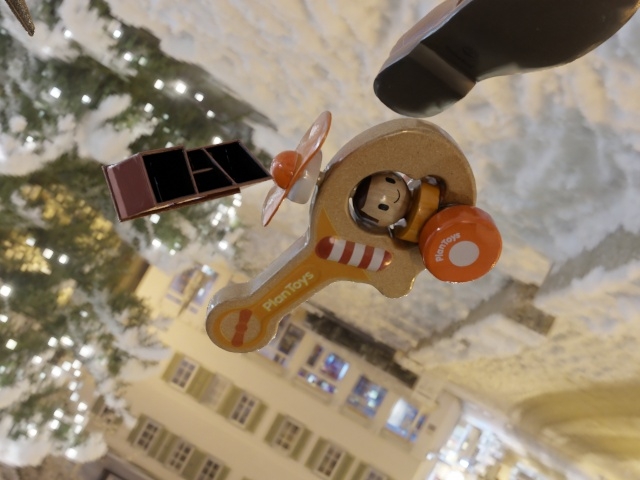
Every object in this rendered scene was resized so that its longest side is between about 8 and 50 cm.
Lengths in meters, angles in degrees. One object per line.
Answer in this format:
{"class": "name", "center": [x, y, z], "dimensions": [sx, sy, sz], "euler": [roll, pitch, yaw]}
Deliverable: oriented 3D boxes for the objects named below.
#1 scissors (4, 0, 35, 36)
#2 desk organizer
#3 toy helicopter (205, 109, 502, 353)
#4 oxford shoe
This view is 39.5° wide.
{"class": "scissors", "center": [-0.291, -0.254, 0.744], "dimensions": [0.021, 0.109, 0.297], "euler": [49, 151, 12]}
{"class": "desk organizer", "center": [-0.104, -0.054, 0.723], "dimensions": [0.050, 0.047, 0.130], "euler": [-15, -178, 44]}
{"class": "toy helicopter", "center": [0.000, 0.000, 0.959], "dimensions": [0.235, 0.355, 0.140], "euler": [40, -158, -29]}
{"class": "oxford shoe", "center": [0.119, -0.152, 0.596], "dimensions": [0.076, 0.076, 0.212], "euler": [38, 150, -27]}
